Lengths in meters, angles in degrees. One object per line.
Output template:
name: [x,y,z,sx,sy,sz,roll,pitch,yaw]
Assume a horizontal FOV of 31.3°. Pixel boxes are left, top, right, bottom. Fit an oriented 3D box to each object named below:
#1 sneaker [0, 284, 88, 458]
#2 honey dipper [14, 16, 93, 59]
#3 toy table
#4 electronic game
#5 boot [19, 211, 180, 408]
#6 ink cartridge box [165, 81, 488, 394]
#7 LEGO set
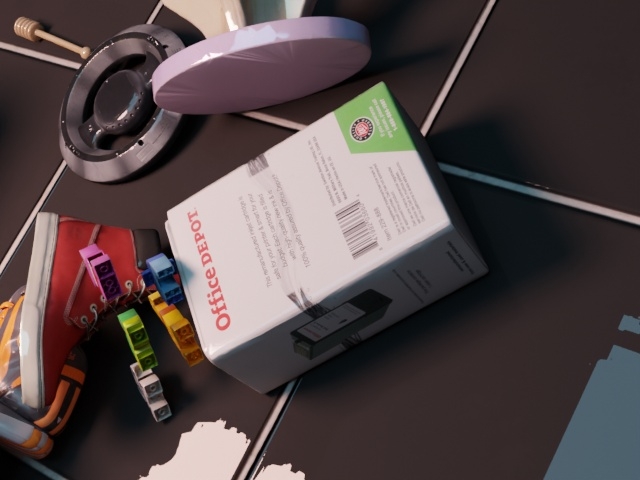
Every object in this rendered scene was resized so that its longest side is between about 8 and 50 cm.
sneaker: [-0.420,0.132,1.392,0.321,0.124,0.180,19,67,16]
honey dipper: [-0.386,-0.293,1.667,0.160,0.030,0.030,24,77,33]
toy table: [-0.079,-0.266,1.360,0.274,0.252,0.161,-9,75,12]
electronic game: [-0.260,-0.183,1.521,0.229,0.048,0.229,-13,64,29]
boot: [-0.250,0.082,1.307,0.176,0.088,0.244,9,56,-12]
ink cartridge box: [0.000,0.000,1.228,0.289,0.121,0.211,-29,54,12]
LEGO set: [-0.191,0.078,1.263,0.087,0.227,0.093,-25,37,-16]
